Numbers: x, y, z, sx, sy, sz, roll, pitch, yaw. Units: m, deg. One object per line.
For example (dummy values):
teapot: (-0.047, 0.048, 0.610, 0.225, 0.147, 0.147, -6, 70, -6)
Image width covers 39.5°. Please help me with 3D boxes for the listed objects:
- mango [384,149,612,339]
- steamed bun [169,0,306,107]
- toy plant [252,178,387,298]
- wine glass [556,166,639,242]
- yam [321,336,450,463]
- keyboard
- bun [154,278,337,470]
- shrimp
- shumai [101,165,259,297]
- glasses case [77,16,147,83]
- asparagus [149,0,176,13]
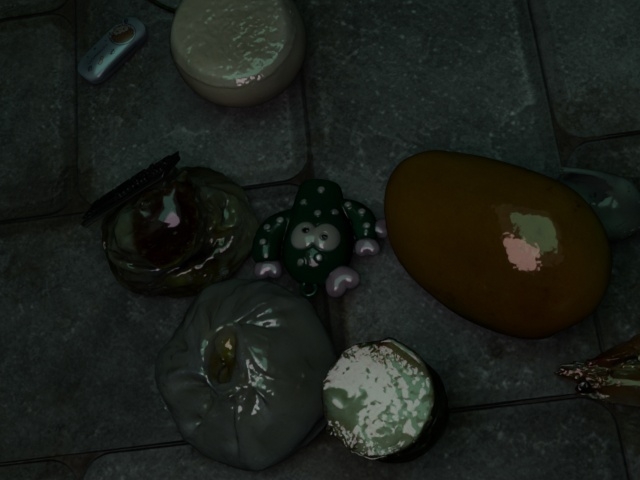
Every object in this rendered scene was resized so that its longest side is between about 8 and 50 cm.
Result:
mango: (0.303, -0.003, 1.600, 0.446, 0.232, 0.300, 32, 119, 22)
steamed bun: (-0.164, -0.401, 1.841, 0.283, 0.177, 0.283, -2, 75, 8)
toy plant: (-0.005, 0.001, 1.720, 0.233, 0.112, 0.243, 25, 70, 20)
wine glass: (0.583, -0.046, 1.651, 0.321, 0.143, 0.143, 13, 73, 12)
yam: (0.118, 0.280, 1.516, 0.195, 0.300, 0.195, -3, 75, 12)
keyboard: (-0.353, -0.096, 1.652, 0.230, 0.025, 0.093, -28, 23, 30)
bun: (-0.130, 0.237, 1.610, 0.355, 0.194, 0.354, -3, 73, 10)
shrimp: (0.570, 0.231, 1.600, 0.294, 0.062, 0.154, -1, 59, 4)
shumai: (-0.298, -0.052, 1.696, 0.309, 0.263, 0.304, -38, 73, -6)
glasses case: (-0.455, -0.418, 1.954, 0.067, 0.045, 0.178, 40, 80, 17)
asparagus: (-0.347, -0.524, 1.993, 0.163, 0.016, 0.016, 27, 67, 17)
